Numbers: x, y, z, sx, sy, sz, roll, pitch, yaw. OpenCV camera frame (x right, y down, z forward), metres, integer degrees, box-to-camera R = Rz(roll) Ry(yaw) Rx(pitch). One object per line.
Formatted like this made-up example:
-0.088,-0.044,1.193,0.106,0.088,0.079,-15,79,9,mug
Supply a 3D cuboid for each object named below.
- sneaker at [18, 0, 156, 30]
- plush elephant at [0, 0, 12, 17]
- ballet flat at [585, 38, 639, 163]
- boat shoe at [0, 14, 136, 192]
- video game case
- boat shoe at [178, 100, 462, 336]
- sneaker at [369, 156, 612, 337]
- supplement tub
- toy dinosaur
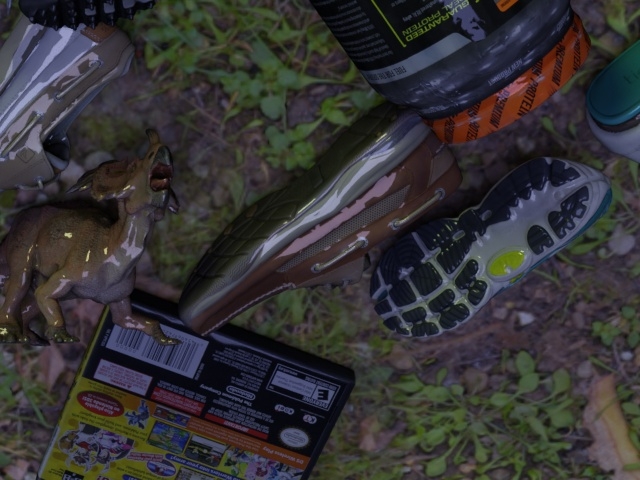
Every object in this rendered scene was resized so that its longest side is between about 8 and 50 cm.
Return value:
-0.164,-0.263,1.126,0.234,0.078,0.106,-22,79,-14,sneaker
-0.334,-0.366,0.995,0.255,0.272,0.330,15,115,-12,plush elephant
0.427,-0.208,1.163,0.400,0.139,0.139,-40,107,19,ballet flat
-0.288,-0.093,1.196,0.103,0.113,0.302,33,107,-7,boat shoe
-0.137,0.200,1.361,0.275,0.035,0.248,21,110,-10,video game case
0.000,0.000,1.236,0.324,0.123,0.116,-37,111,16,boat shoe
0.170,0.014,1.247,0.275,0.110,0.107,-32,74,29,sneaker
0.076,-0.262,1.079,0.207,0.207,0.338,-33,109,12,supplement tub
-0.242,0.002,1.230,0.296,0.127,0.200,-3,83,25,toy dinosaur
